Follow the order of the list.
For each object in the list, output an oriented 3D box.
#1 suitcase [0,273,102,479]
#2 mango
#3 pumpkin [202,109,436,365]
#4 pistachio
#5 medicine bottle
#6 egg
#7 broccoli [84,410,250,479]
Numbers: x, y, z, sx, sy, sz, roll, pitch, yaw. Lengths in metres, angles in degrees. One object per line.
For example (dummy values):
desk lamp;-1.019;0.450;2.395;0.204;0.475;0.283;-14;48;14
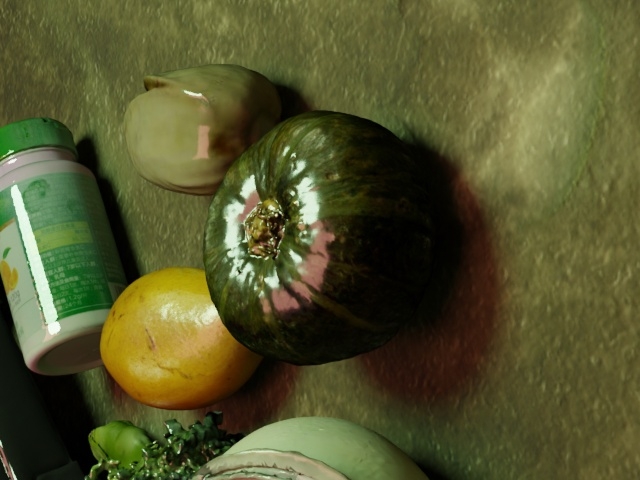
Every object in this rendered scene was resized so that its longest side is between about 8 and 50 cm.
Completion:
suitcase;-0.414;0.248;1.722;0.345;0.188;0.339;58;150;20
mango;-0.129;0.094;1.453;0.219;0.112;0.144;-14;78;46
pumpkin;0.000;0.000;1.255;0.224;0.157;0.223;-15;67;39
pistachio;-0.120;-0.110;1.420;0.206;0.131;0.129;6;54;51
medicine bottle;-0.296;0.003;1.642;0.133;0.133;0.274;-41;59;44
egg;0.029;0.268;1.231;0.286;0.174;0.264;51;131;3
broccoli;-0.161;0.236;1.503;0.165;0.145;0.304;56;159;-22
